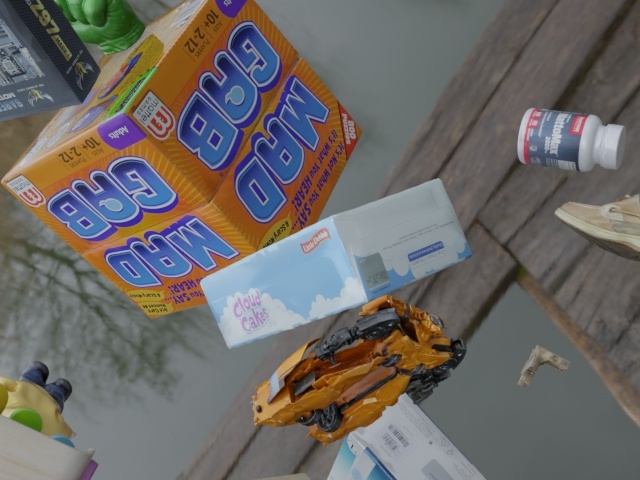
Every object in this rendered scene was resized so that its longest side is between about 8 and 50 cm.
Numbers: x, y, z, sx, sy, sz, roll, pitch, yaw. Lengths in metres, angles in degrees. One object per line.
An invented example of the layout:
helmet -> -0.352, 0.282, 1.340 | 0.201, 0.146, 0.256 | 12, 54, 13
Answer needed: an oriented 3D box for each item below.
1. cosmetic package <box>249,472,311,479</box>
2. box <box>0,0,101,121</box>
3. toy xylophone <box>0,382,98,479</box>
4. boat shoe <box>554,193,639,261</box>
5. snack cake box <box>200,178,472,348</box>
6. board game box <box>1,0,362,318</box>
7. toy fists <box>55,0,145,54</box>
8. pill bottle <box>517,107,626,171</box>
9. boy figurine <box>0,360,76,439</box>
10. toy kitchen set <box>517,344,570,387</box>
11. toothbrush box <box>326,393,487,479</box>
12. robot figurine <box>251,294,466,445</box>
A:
cosmetic package -> -0.126, 0.433, 1.279 | 0.160, 0.309, 0.113 | 40, 120, 48
box -> -0.361, -0.197, 0.889 | 0.232, 0.183, 0.059 | -7, 44, 25
toy xylophone -> -0.415, 0.251, 0.991 | 0.236, 0.322, 0.081 | -54, 20, -13
boat shoe -> 0.600, -0.026, 1.737 | 0.341, 0.121, 0.110 | 27, 89, 51
snack cake box -> 0.008, 0.030, 0.956 | 0.264, 0.152, 0.089 | -25, 87, 53
board game box -> -0.219, -0.142, 1.511 | 0.356, 0.356, 0.357 | -17, 36, 42
toy fists -> -0.429, -0.379, 1.530 | 0.279, 0.142, 0.096 | 7, 58, 40
pill bottle -> 0.470, -0.185, 1.701 | 0.180, 0.108, 0.108 | 11, 75, 26
boy figurine -> -0.512, 0.306, 1.608 | 0.092, 0.177, 0.285 | -51, 11, 5
toy kitchen set -> 0.445, 0.258, 1.799 | 0.083, 0.075, 0.068 | -60, -9, -20
toothbrush box -> 0.137, 0.413, 1.541 | 0.126, 0.216, 0.295 | -35, -20, -24
robot figurine -> 0.051, 0.173, 1.225 | 0.291, 0.211, 0.085 | -40, 44, 28
